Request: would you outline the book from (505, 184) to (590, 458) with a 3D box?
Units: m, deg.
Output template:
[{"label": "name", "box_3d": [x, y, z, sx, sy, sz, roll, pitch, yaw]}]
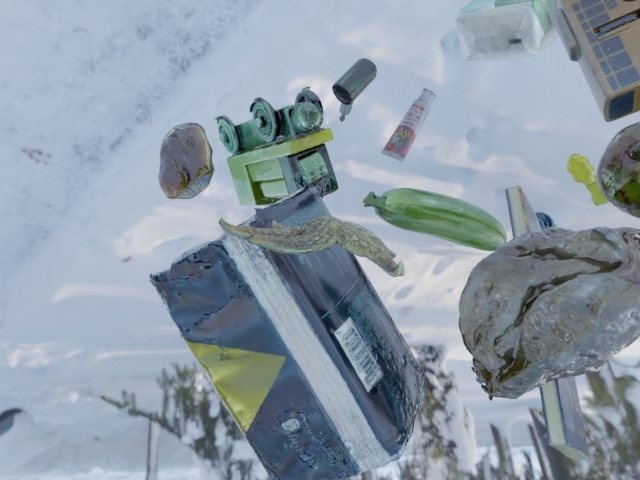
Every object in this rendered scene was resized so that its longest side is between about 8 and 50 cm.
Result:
[{"label": "book", "box_3d": [0.401, 0.151, 0.975, 0.039, 0.427, 0.300, -14, 152, 25]}]

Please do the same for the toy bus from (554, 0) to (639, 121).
[{"label": "toy bus", "box_3d": [0.367, -0.251, 0.695, 0.103, 0.181, 0.091, -21, 159, 21]}]

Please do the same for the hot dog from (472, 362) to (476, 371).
[{"label": "hot dog", "box_3d": [0.454, 0.288, 1.435, 0.072, 0.109, 0.269, -29, 138, -24]}]

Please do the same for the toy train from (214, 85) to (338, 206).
[{"label": "toy train", "box_3d": [-0.107, -0.209, 1.326, 0.160, 0.253, 0.397, -23, -167, -30]}]

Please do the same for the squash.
[{"label": "squash", "box_3d": [0.280, -0.055, 1.300, 0.395, 0.107, 0.107, 13, 145, -23]}]

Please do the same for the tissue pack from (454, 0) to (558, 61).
[{"label": "tissue pack", "box_3d": [0.631, -0.715, 1.743, 0.266, 0.356, 0.193, 13, 134, 45]}]

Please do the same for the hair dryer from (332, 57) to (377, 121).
[{"label": "hair dryer", "box_3d": [0.067, -0.330, 1.279, 0.100, 0.057, 0.197, -47, 175, -18]}]

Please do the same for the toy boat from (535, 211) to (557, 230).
[{"label": "toy boat", "box_3d": [0.710, 0.018, 1.840, 0.134, 0.298, 0.092, -16, 139, 36]}]

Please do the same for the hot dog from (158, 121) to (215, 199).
[{"label": "hot dog", "box_3d": [-0.374, -0.223, 1.523, 0.163, 0.270, 0.081, -24, 141, 6]}]

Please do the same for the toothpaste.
[{"label": "toothpaste", "box_3d": [0.278, -0.354, 1.707, 0.057, 0.089, 0.234, 29, 90, -54]}]

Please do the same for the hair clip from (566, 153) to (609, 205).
[{"label": "hair clip", "box_3d": [0.776, -0.178, 1.611, 0.046, 0.173, 0.072, -45, -169, -33]}]

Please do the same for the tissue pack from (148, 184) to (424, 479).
[{"label": "tissue pack", "box_3d": [-0.037, 0.146, 0.904, 0.253, 0.416, 0.264, -27, -172, 25]}]

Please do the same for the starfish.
[{"label": "starfish", "box_3d": [0.000, -0.002, 0.594, 0.224, 0.050, 0.217, 13, 178, -39]}]

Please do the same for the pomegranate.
[{"label": "pomegranate", "box_3d": [0.638, -0.141, 1.043, 0.246, 0.198, 0.198, -26, 166, -39]}]

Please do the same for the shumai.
[{"label": "shumai", "box_3d": [0.272, 0.054, 0.632, 0.218, 0.183, 0.185, -19, 149, -18]}]
